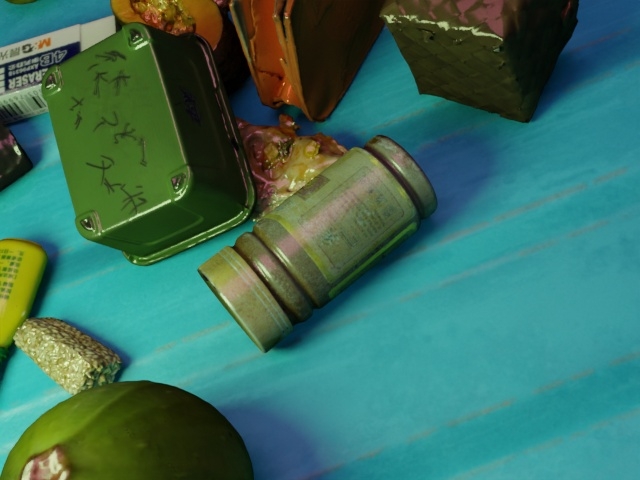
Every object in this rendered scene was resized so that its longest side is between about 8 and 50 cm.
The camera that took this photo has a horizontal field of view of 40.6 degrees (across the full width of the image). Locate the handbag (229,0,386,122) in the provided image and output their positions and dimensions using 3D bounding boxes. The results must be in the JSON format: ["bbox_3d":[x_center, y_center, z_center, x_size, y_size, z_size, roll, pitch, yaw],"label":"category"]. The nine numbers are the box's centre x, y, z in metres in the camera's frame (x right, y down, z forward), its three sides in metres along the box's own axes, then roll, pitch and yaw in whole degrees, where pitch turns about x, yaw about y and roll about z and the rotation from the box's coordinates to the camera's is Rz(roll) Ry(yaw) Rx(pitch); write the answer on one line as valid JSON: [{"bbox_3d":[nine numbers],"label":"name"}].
[{"bbox_3d":[0.022,-0.414,1.368,0.116,0.303,0.410,22,68,20],"label":"handbag"}]

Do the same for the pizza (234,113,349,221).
[{"bbox_3d":[-0.079,-0.119,1.355,0.297,0.071,0.189,18,65,24],"label":"pizza"}]

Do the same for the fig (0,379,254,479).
[{"bbox_3d":[-0.233,0.298,0.999,0.316,0.316,0.316,-7,58,12],"label":"fig"}]

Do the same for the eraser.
[{"bbox_3d":[-0.489,-0.306,1.575,0.287,0.086,0.130,-14,59,7],"label":"eraser"}]

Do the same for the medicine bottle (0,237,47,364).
[{"bbox_3d":[-0.503,0.138,1.314,0.111,0.076,0.309,-3,58,21],"label":"medicine bottle"}]

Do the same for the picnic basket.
[{"bbox_3d":[0.257,-0.373,1.283,0.254,0.291,0.321,18,78,25],"label":"picnic basket"}]

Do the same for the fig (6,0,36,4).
[{"bbox_3d":[-0.594,-0.575,1.721,0.181,0.191,0.181,8,31,-5],"label":"fig"}]

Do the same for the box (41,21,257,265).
[{"bbox_3d":[-0.268,-0.150,1.296,0.253,0.178,0.328,-24,74,21],"label":"box"}]

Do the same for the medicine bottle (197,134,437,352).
[{"bbox_3d":[0.000,0.000,1.212,0.322,0.151,0.151,-38,57,-9],"label":"medicine bottle"}]

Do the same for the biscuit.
[{"bbox_3d":[-0.370,0.166,1.261,0.168,0.082,0.070,28,95,28],"label":"biscuit"}]

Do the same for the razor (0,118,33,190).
[{"bbox_3d":[-0.662,-0.089,1.479,0.327,0.107,0.189,-39,59,-10],"label":"razor"}]

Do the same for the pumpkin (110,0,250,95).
[{"bbox_3d":[-0.226,-0.378,1.513,0.222,0.139,0.317,-30,55,0],"label":"pumpkin"}]
